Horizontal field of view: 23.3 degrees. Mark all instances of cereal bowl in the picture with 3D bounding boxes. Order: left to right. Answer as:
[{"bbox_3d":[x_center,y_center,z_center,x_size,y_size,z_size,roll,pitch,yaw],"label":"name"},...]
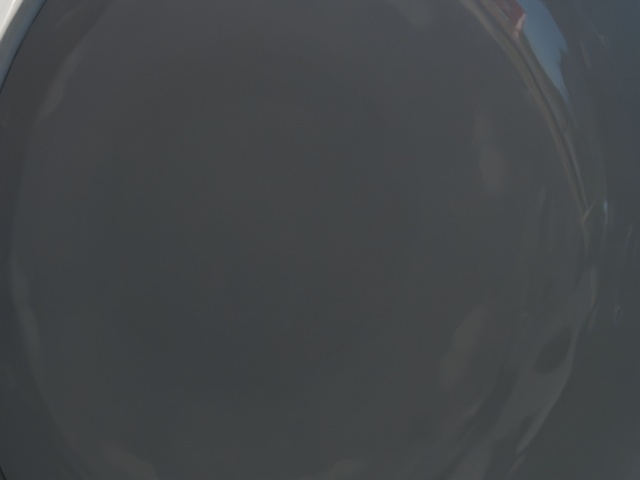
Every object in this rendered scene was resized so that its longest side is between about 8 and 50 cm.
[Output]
[{"bbox_3d":[0.000,0.000,0.593,0.339,0.141,0.339,-5,-80,-29],"label":"cereal bowl"}]
